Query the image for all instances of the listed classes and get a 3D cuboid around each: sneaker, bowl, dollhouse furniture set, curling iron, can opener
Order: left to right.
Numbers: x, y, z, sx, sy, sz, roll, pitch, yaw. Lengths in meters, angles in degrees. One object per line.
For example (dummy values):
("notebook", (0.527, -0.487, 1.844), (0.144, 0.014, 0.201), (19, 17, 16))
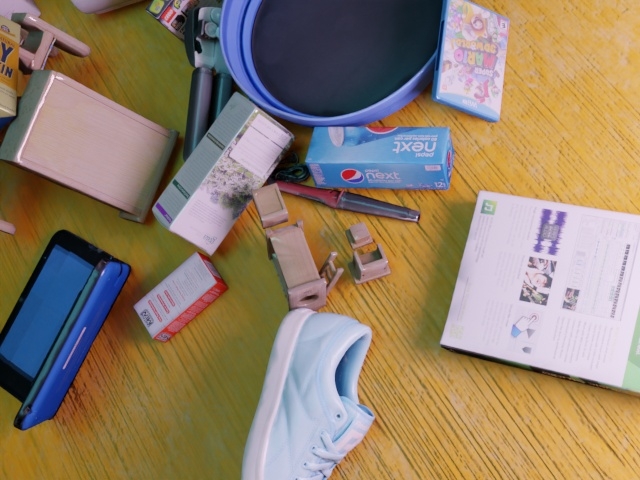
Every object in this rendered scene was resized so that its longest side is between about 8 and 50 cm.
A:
("dollhouse furniture set", (-0.477, -0.177, 1.668), (0.394, 0.256, 0.362), (12, 79, 48))
("can opener", (-0.187, -0.257, 1.595), (0.093, 0.074, 0.280), (-14, 70, 55))
("sneaker", (-0.008, 0.274, 1.331), (0.150, 0.135, 0.366), (1, 76, 29))
("dollhouse furniture set", (0.000, 0.000, 1.454), (0.161, 0.101, 0.182), (-17, 65, -8))
("curling iron", (0.030, -0.077, 1.474), (0.274, 0.035, 0.068), (21, 85, 28))
("bowl", (0.032, -0.355, 1.514), (0.391, 0.077, 0.391), (-6, 71, 17))

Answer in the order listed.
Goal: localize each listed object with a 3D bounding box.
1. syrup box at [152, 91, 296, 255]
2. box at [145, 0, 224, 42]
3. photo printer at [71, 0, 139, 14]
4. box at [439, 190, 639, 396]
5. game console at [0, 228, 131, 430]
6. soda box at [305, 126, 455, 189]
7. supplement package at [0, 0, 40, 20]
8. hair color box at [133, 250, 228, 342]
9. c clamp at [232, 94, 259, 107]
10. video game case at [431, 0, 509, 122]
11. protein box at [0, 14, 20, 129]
("syrup box", (-0.155, -0.105, 1.511), (0.237, 0.093, 0.096), (-53, 36, 5))
("box", (-0.199, -0.445, 1.640), (0.036, 0.114, 0.207), (40, 93, 28))
("photo printer", (-0.315, -0.569, 1.731), (0.308, 0.107, 0.256), (-13, 70, 20))
("box", (0.342, 0.071, 1.281), (0.322, 0.058, 0.232), (11, 80, 28))
("game console", (-0.456, 0.133, 1.559), (0.173, 0.250, 0.293), (26, 87, 1))
("soda box", (0.089, -0.124, 1.423), (0.210, 0.067, 0.071), (3, 58, 18))
("supplement package", (-0.707, -0.488, 1.778), (0.175, 0.293, 0.177), (-39, 64, 9))
("hair color box", (-0.225, 0.091, 1.534), (0.141, 0.043, 0.072), (-40, 63, 8))
("c clamp", (-0.128, -0.280, 1.611), (0.161, 0.022, 0.137), (-35, 64, 12))
("video game case", (0.223, -0.269, 1.406), (0.015, 0.119, 0.166), (-13, 65, 58))
("protein box", (-0.597, -0.250, 1.530), (0.200, 0.136, 0.201), (-33, 50, 31))
